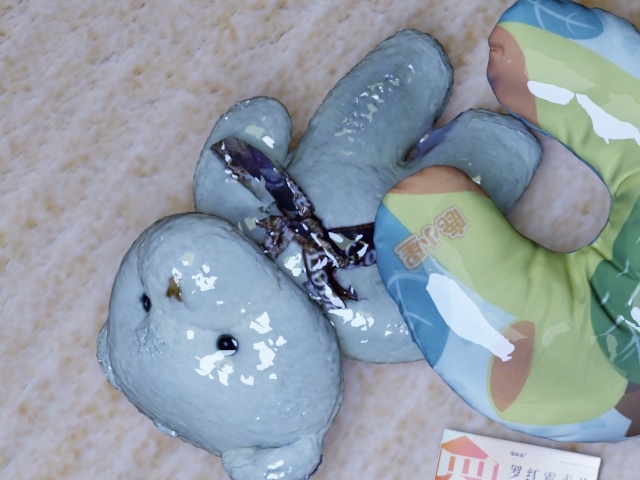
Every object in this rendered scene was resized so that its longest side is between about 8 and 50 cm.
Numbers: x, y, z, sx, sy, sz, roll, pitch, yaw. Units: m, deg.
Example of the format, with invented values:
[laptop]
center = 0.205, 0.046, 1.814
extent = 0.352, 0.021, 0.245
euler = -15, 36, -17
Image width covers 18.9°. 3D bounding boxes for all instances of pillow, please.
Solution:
[pillow]
center = 0.146, -0.004, 1.068
extent = 0.214, 0.086, 0.233
euler = 35, 82, -3

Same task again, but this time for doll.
[doll]
center = -0.003, -0.003, 1.099
extent = 0.278, 0.149, 0.175
euler = -47, 53, -12

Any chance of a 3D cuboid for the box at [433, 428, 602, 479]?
[box]
center = 0.110, 0.144, 1.096
extent = 0.093, 0.015, 0.058
euler = 10, 80, 13
